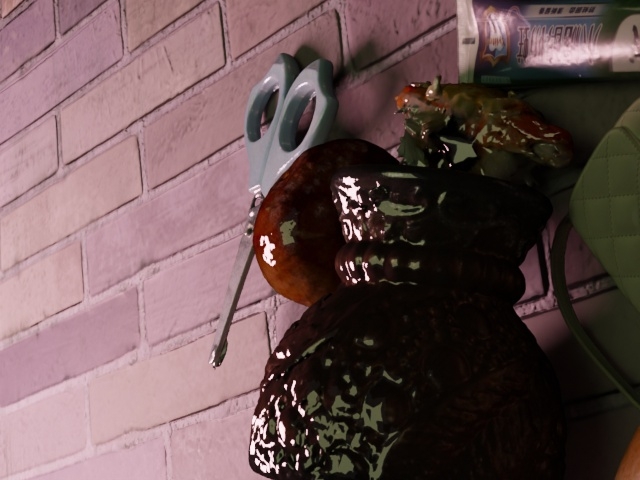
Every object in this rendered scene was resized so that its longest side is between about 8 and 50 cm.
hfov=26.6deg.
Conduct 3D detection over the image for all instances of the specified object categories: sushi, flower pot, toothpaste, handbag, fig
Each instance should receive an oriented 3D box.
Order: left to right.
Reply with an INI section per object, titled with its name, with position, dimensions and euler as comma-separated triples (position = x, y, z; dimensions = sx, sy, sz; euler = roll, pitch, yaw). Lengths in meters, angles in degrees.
[fig]
position = 0.001, 0.002, 1.361
dimensions = 0.170, 0.146, 0.274
euler = -60, 3, -18
[flower pot]
position = 0.086, 0.082, 1.147
dimensions = 0.267, 0.267, 0.267
euler = 3, 83, 50
[sushi]
position = 0.134, -0.097, 1.231
dimensions = 0.226, 0.097, 0.103
euler = 18, 83, 50
[toothpaste]
position = 0.247, -0.172, 1.146
dimensions = 0.392, 0.061, 0.098
euler = 8, 104, 52
[handbag]
position = 0.276, 0.029, 1.071
dimensions = 0.219, 0.079, 0.256
euler = -59, 43, 33

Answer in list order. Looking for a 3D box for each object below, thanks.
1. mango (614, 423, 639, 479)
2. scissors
[mango]
position = 0.298, 0.217, 0.921
dimensions = 0.221, 0.199, 0.384
euler = 30, 117, 21
[scissors]
position = -0.065, -0.030, 1.486
dimensions = 0.191, 0.029, 0.360
euler = 19, 94, 60
